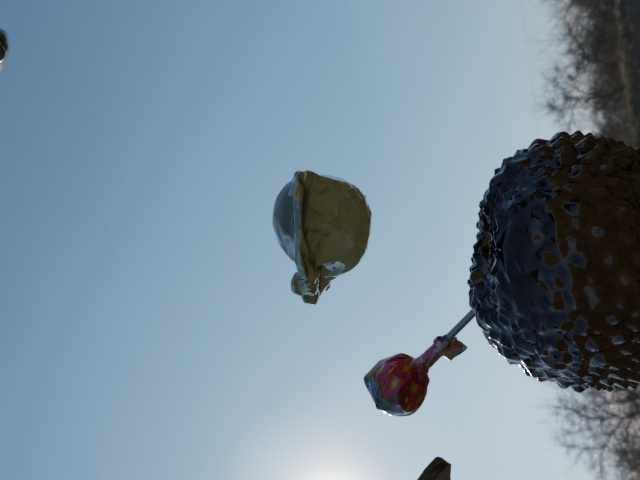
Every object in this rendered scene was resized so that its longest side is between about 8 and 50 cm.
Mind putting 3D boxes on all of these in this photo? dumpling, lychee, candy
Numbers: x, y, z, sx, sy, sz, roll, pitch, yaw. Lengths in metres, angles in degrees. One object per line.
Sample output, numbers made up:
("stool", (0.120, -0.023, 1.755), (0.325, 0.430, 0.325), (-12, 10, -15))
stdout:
("dumpling", (0.000, 0.000, 0.995), (0.258, 0.146, 0.193), (35, -120, -71))
("lychee", (0.286, 0.026, 0.687), (0.267, 0.267, 0.268), (24, -119, -56))
("candy", (0.232, 0.203, 1.292), (0.124, 0.365, 0.124), (37, -163, -13))

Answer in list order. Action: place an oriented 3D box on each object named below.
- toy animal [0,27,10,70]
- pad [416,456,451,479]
("toy animal", (-0.316, -0.193, 0.516), (0.251, 0.127, 0.126), (-126, 30, -50))
("pad", (0.067, 0.417, 0.788), (0.284, 0.018, 0.287), (-42, -37, -25))
